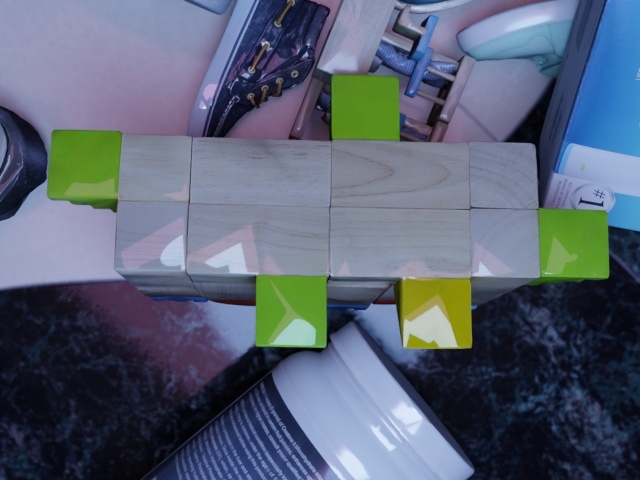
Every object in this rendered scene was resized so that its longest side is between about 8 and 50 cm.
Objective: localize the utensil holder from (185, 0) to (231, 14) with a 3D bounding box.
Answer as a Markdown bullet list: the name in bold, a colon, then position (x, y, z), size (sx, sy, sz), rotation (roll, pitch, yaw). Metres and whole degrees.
- **utensil holder**: position (-0.134, -0.404, 0.641), size (0.328, 0.327, 0.385), rotation (24, 100, -5)

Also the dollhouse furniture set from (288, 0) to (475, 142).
- **dollhouse furniture set**: position (0.055, -0.121, 0.750), size (0.129, 0.183, 0.128), rotation (22, 94, -5)

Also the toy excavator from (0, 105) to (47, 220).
- **toy excavator**: position (-0.530, -0.047, 0.741), size (0.445, 0.222, 0.432), rotation (35, 94, 9)

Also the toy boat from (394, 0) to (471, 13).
- **toy boat**: position (0.140, -0.360, 0.750), size (0.318, 0.148, 0.267), rotation (-27, 96, 0)

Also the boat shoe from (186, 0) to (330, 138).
- **boat shoe**: position (-0.058, -0.143, 0.801), size (0.083, 0.065, 0.183), rotation (22, 93, -3)

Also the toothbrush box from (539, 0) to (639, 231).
- **toothbrush box**: position (0.340, -0.110, 0.684), size (0.296, 0.126, 0.216), rotation (11, 127, 4)

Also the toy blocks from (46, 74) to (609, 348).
- **toy blocks**: position (0.000, 0.000, 0.730), size (0.382, 0.261, 0.190), rotation (1, 80, -3)

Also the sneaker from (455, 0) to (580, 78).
- **sneaker**: position (0.251, -0.138, 0.801), size (0.256, 0.094, 0.151), rotation (-2, 96, -5)

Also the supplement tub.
- **supplement tub**: position (-0.024, 0.220, 0.774), size (0.272, 0.191, 0.191), rotation (-40, 96, 2)
